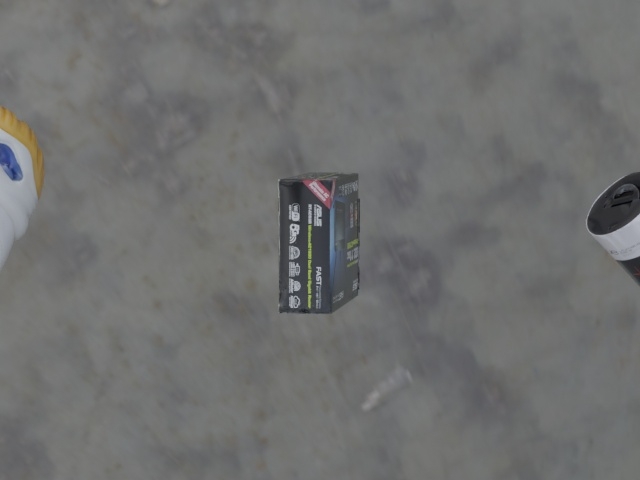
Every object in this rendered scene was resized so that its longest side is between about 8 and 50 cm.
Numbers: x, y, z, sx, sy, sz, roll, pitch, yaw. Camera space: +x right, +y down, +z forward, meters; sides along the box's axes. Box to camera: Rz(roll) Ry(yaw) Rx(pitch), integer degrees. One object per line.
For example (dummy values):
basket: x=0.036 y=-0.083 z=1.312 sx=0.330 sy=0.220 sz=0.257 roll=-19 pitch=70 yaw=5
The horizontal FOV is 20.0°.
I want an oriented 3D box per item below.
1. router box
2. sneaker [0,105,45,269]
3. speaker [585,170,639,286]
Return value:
router box: x=0.000 y=0.000 z=1.272 sx=0.038 sy=0.122 sz=0.092 roll=2 pitch=95 yaw=11
sneaker: x=-0.282 y=-0.046 z=0.839 sx=0.296 sy=0.112 sz=0.131 roll=23 pitch=73 yaw=-7
speaker: x=0.228 y=0.018 z=1.147 sx=0.055 sy=0.055 sz=0.136 roll=-49 pitch=114 yaw=-9
